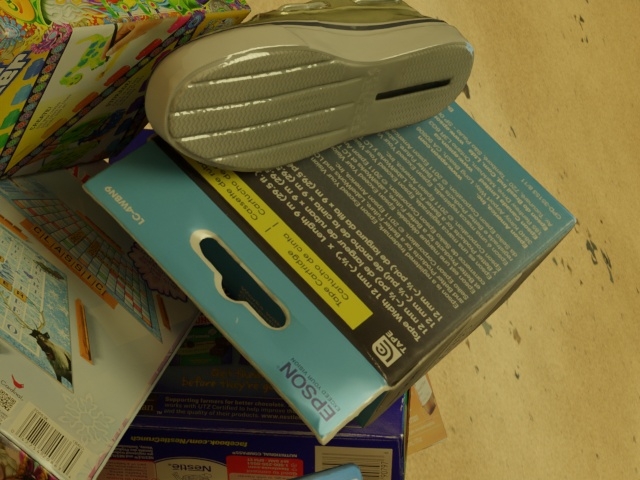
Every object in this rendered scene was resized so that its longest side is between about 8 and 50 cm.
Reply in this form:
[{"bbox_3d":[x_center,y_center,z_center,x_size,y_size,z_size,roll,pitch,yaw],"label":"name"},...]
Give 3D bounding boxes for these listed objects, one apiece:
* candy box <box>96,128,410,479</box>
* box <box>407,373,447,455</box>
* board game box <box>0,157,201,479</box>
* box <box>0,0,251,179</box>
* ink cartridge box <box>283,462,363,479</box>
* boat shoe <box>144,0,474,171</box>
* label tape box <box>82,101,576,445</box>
[{"bbox_3d":[-0.056,0.061,1.559,0.122,0.268,0.317,90,4,-50],"label":"candy box"},{"bbox_3d":[0.044,0.142,1.914,0.130,0.091,0.170,-12,84,-64],"label":"box"},{"bbox_3d":[-0.245,0.010,1.319,0.318,0.066,0.318,40,32,-6],"label":"board game box"},{"bbox_3d":[-0.255,-0.206,1.319,0.290,0.177,0.279,53,30,13],"label":"box"},{"bbox_3d":[-0.148,0.271,1.234,0.395,0.270,0.151,-7,77,-64],"label":"ink cartridge box"},{"bbox_3d":[-0.018,-0.122,1.370,0.302,0.109,0.094,-10,40,-44],"label":"boat shoe"},{"bbox_3d":[0.000,0.000,1.416,0.249,0.115,0.347,45,46,8],"label":"label tape box"}]
